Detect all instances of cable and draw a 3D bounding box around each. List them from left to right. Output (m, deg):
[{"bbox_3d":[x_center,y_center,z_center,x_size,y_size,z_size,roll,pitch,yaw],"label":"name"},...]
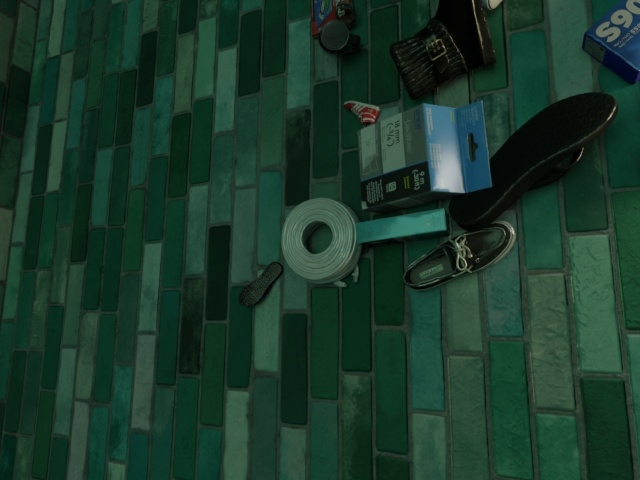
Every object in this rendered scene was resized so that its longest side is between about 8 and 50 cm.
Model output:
[{"bbox_3d":[0.000,0.000,1.374,0.257,0.089,0.257,7,84,26],"label":"cable"}]

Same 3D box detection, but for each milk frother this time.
[{"bbox_3d":[0.056,-0.662,1.422,0.129,0.135,0.143,-9,110,-1],"label":"milk frother"}]

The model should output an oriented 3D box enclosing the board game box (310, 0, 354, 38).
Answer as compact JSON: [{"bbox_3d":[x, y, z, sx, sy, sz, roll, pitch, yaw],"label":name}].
[{"bbox_3d":[0.036,-0.821,1.537,0.145,0.027,0.281,-6,78,23],"label":"board game box"}]

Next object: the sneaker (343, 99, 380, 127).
[{"bbox_3d":[0.117,-0.386,1.413,0.118,0.042,0.067,17,85,24],"label":"sneaker"}]

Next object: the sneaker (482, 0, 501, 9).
[{"bbox_3d":[0.539,-0.735,1.242,0.258,0.094,0.091,-52,51,7],"label":"sneaker"}]

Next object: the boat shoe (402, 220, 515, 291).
[{"bbox_3d":[0.352,0.038,1.194,0.306,0.105,0.113,-25,71,20],"label":"boat shoe"}]

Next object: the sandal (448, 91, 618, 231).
[{"bbox_3d":[0.520,-0.187,1.152,0.446,0.107,0.167,-42,39,19],"label":"sandal"}]

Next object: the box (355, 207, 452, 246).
[{"bbox_3d":[0.228,-0.030,1.266,0.244,0.100,0.060,-9,78,24],"label":"box"}]

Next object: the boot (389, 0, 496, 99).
[{"bbox_3d":[0.301,-0.583,1.245,0.260,0.131,0.348,-16,108,21],"label":"boot"}]

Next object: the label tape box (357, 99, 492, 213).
[{"bbox_3d":[0.261,-0.224,1.229,0.334,0.106,0.240,-13,75,42],"label":"label tape box"}]

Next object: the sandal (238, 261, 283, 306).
[{"bbox_3d":[-0.185,0.144,1.470,0.179,0.040,0.067,-45,71,-4],"label":"sandal"}]

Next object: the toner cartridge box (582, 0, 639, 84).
[{"bbox_3d":[0.827,-0.557,1.092,0.348,0.075,0.165,-43,67,12],"label":"toner cartridge box"}]

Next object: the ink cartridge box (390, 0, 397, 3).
[{"bbox_3d":[0.251,-0.775,1.426,0.083,0.028,0.048,-13,76,22],"label":"ink cartridge box"}]
